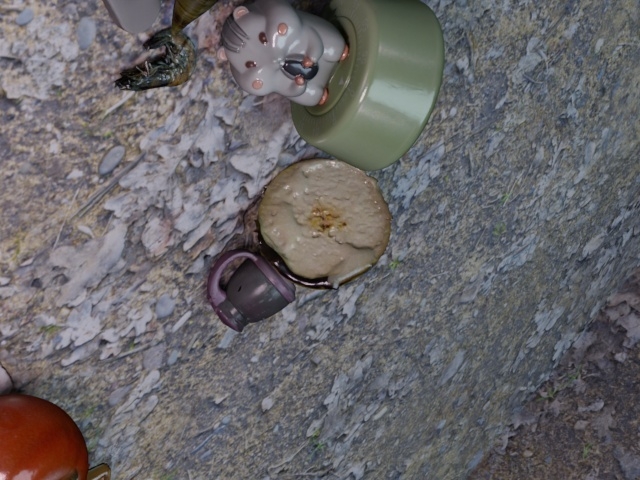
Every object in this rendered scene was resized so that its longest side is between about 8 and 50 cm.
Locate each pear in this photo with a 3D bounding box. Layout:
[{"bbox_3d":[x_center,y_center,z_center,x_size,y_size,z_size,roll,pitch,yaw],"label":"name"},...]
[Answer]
[{"bbox_3d":[0.002,-0.002,1.934,0.267,0.267,0.178,-41,162,-22],"label":"pear"}]

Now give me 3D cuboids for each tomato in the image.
[{"bbox_3d":[-0.476,0.357,1.601,0.256,0.225,0.255,-37,143,-34],"label":"tomato"}]

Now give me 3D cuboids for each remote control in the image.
[{"bbox_3d":[-0.278,-0.375,1.411,0.077,0.022,0.245,-48,146,-17],"label":"remote control"}]

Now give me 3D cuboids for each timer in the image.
[{"bbox_3d":[-0.009,-0.282,1.664,0.315,0.291,0.290,13,109,-31],"label":"timer"}]

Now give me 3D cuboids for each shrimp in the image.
[{"bbox_3d":[-0.244,-0.262,1.549,0.161,0.034,0.091,-28,126,-46],"label":"shrimp"}]

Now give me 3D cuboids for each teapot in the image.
[{"bbox_3d":[-0.131,0.095,1.925,0.146,0.116,0.148,-41,150,-2],"label":"teapot"}]

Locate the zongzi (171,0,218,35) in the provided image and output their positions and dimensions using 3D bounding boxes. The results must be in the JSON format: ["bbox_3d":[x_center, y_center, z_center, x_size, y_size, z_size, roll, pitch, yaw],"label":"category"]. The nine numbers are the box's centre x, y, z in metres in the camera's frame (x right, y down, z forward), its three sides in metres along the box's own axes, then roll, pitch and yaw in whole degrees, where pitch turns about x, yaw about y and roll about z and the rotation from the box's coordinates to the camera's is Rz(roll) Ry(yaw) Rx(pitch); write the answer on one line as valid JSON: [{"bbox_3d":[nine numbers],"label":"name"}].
[{"bbox_3d":[-0.105,-0.425,1.538,0.248,0.111,0.241,-29,157,-44],"label":"zongzi"}]

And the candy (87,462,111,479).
[{"bbox_3d":[-0.422,0.512,1.924,0.143,0.101,0.271,-31,134,-25],"label":"candy"}]
